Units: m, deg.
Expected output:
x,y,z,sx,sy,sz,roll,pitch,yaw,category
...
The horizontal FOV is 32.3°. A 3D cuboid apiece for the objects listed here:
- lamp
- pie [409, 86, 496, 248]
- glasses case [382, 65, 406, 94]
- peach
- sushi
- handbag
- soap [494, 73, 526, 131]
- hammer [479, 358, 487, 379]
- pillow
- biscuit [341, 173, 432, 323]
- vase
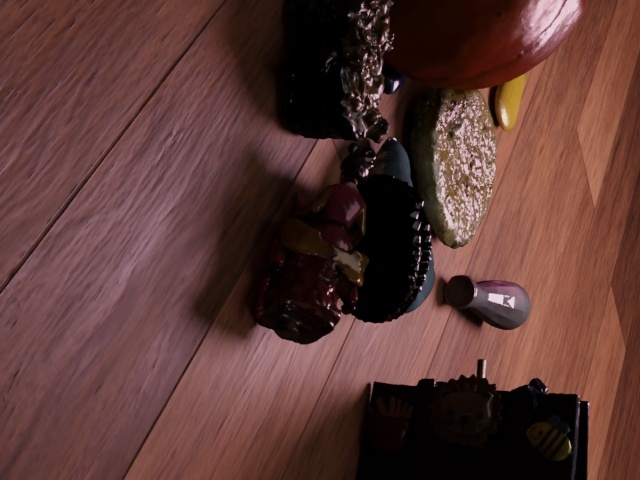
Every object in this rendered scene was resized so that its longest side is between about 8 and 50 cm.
x,y,z,sx,sy,sz,roll,pitch,yaw,category
0.000,0.000,1.330,0.118,0.118,0.253,55,40,-47,lamp
0.212,-0.125,1.771,0.277,0.078,0.277,-17,109,-59,pie
0.115,-0.244,1.631,0.083,0.023,0.033,-52,132,-49,glasses case
0.215,-0.380,1.526,0.342,0.301,0.343,-5,95,-62,peach
0.022,-0.232,1.361,0.147,0.115,0.213,30,65,-59,sushi
0.199,0.340,1.489,0.122,0.303,0.329,33,61,-61,handbag
0.358,-0.278,2.079,0.168,0.033,0.089,-64,145,-39,soap
0.279,0.307,1.947,0.062,0.013,0.199,27,66,-60,hammer
0.115,-0.013,1.563,0.233,0.086,0.214,65,27,-43,pillow
0.074,0.012,1.398,0.053,0.194,0.195,5,84,-32,biscuit
0.281,0.101,1.891,0.214,0.086,0.086,17,74,-56,vase
